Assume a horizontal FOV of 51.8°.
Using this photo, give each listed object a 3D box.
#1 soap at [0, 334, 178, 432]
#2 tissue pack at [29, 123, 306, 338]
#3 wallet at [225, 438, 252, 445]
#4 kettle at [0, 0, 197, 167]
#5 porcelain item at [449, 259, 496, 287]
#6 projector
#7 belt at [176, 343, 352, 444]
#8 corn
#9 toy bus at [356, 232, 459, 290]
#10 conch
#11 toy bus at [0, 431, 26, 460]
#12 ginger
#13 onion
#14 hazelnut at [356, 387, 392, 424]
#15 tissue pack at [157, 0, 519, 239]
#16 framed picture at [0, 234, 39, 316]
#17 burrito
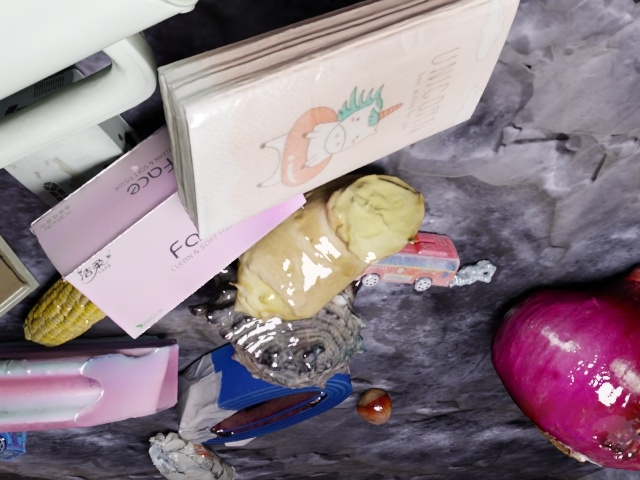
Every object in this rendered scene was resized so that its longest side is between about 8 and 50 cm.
[{"bbox_3d":[-0.379,0.211,1.000,0.323,0.109,0.193,-1,-178,-16],"label":"soap"},{"bbox_3d":[-0.146,-0.029,0.692,0.246,0.092,0.149,-40,148,-10],"label":"tissue pack"},{"bbox_3d":[-0.173,0.459,1.565,0.061,0.025,0.122,19,136,-34],"label":"wallet"},{"bbox_3d":[-0.254,-0.183,0.455,0.317,0.205,0.265,-22,-179,17],"label":"kettle"},{"bbox_3d":[0.243,0.053,1.062,0.083,0.028,0.036,-13,113,0],"label":"porcelain item"},{"bbox_3d":[-0.257,-0.098,0.680,0.115,0.061,0.147,-16,146,11],"label":"projector"},{"bbox_3d":[-0.111,0.274,1.223,0.346,0.117,0.212,-24,146,20],"label":"belt"},{"bbox_3d":[-0.321,0.074,0.903,0.086,0.087,0.288,22,138,-38],"label":"corn"},{"bbox_3d":[0.111,0.025,0.959,0.192,0.065,0.077,5,137,-21],"label":"toy bus"},{"bbox_3d":[-0.065,0.120,0.979,0.240,0.186,0.313,-17,151,33],"label":"conch"},{"bbox_3d":[-0.658,0.343,1.205,0.079,0.094,0.236,-24,143,32],"label":"toy bus"},{"bbox_3d":[0.000,0.000,0.804,0.267,0.152,0.138,-35,102,20],"label":"ginger"},{"bbox_3d":[0.493,0.181,1.121,0.347,0.347,0.385,35,88,-47],"label":"onion"},{"bbox_3d":[0.122,0.371,1.463,0.086,0.086,0.086,-7,146,-5],"label":"hazelnut"},{"bbox_3d":[0.022,-0.127,0.590,0.325,0.071,0.170,-25,152,-21],"label":"tissue pack"},{"bbox_3d":[-0.481,0.044,0.734,0.247,0.022,0.335,-44,155,-23],"label":"framed picture"},{"bbox_3d":[-0.310,0.545,1.589,0.138,0.101,0.446,-7,146,4],"label":"burrito"}]
